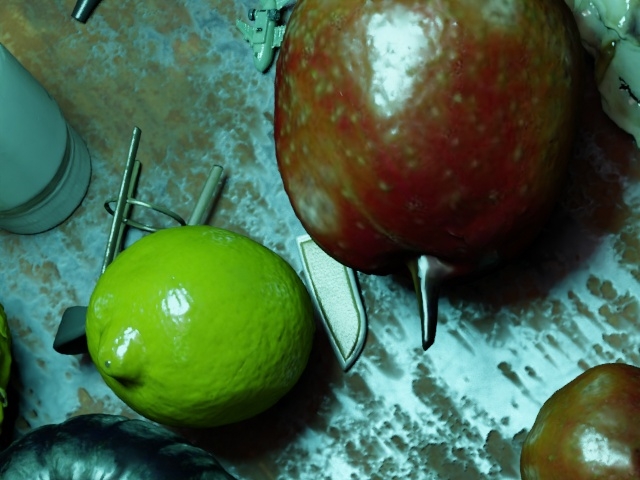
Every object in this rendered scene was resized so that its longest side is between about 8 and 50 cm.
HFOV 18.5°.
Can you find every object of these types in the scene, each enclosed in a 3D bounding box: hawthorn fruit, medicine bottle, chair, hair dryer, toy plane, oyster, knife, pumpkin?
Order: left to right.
[{"bbox_3d":[-0.317,-0.104,1.854,0.145,0.252,0.144,-7,67,17],"label":"medicine bottle"},{"bbox_3d":[-0.249,-0.270,2.022,0.083,0.031,0.079,29,90,37],"label":"hair dryer"},{"bbox_3d":[-0.194,0.280,1.669,0.296,0.296,0.295,-5,70,14],"label":"pumpkin"},{"bbox_3d":[-0.172,0.015,1.859,0.095,0.104,0.221,18,74,4],"label":"chair"},{"bbox_3d":[-0.053,-0.206,1.932,0.080,0.033,0.083,3,72,29],"label":"toy plane"},{"bbox_3d":[0.000,0.000,1.849,0.046,0.022,0.256,-16,72,3],"label":"knife"},{"bbox_3d":[0.093,-0.085,1.713,0.285,0.285,0.368,1,74,16],"label":"hawthorn fruit"},{"bbox_3d":[0.248,0.181,1.621,0.169,0.188,0.169,1,79,-5],"label":"hawthorn fruit"},{"bbox_3d":[0.323,-0.230,1.795,0.201,0.107,0.354,-18,67,6],"label":"oyster"}]

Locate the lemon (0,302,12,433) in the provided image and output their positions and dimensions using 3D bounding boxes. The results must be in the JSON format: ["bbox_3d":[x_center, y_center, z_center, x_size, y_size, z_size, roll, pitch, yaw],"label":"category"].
[{"bbox_3d":[-0.433,0.105,1.806,0.322,0.268,0.268,15,76,17],"label":"lemon"}]

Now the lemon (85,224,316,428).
[{"bbox_3d":[-0.100,0.075,1.742,0.184,0.248,0.184,5,97,42],"label":"lemon"}]
